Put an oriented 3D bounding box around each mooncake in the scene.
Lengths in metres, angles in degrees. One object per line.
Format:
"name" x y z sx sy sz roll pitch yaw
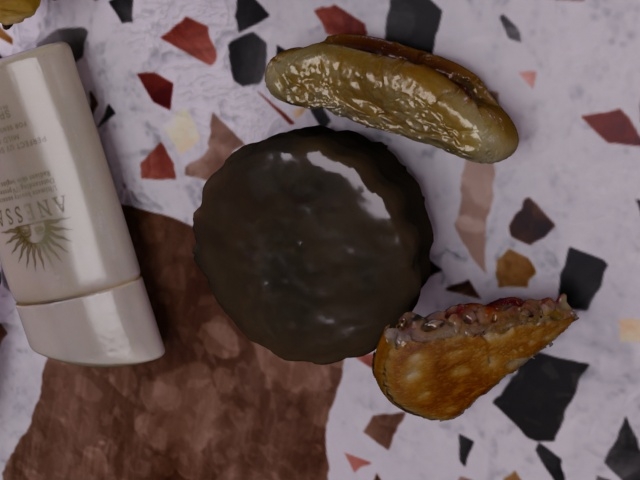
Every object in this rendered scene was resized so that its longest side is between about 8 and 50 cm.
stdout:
"mooncake" 0.000 0.000 1.165 0.228 0.124 0.228 7 110 20

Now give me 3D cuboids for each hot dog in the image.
"hot dog" 0.066 -0.136 1.106 0.242 0.084 0.073 20 116 21

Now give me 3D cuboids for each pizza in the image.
"pizza" 0.141 0.096 1.141 0.193 0.201 0.053 -20 57 0

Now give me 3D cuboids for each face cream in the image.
"face cream" -0.287 -0.026 1.319 0.173 0.081 0.349 -9 102 29

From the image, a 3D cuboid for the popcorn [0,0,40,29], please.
"popcorn" -0.321 -0.287 1.212 0.167 0.148 0.152 54 133 32
